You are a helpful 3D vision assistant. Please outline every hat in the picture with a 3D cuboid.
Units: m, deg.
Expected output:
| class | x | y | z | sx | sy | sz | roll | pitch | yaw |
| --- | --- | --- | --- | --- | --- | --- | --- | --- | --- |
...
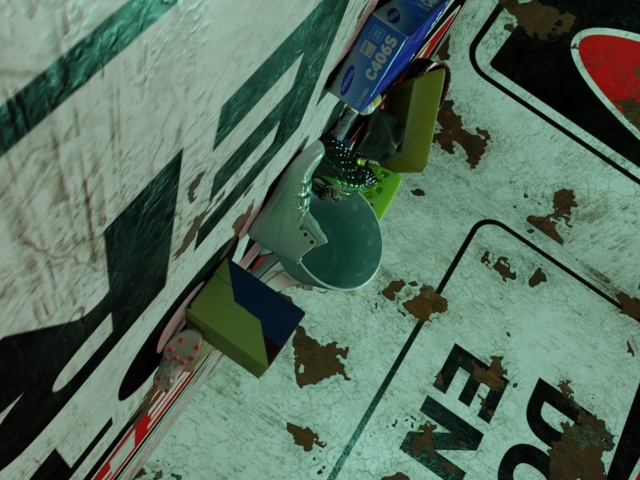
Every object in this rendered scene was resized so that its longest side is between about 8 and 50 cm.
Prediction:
| class | x | y | z | sx | sy | sz | roll | pitch | yaw |
| --- | --- | --- | --- | --- | --- | --- | --- | --- | --- |
| hat | 0.183 | -0.317 | 2.074 | 0.331 | 0.134 | 0.331 | -63 | -178 | 3 |

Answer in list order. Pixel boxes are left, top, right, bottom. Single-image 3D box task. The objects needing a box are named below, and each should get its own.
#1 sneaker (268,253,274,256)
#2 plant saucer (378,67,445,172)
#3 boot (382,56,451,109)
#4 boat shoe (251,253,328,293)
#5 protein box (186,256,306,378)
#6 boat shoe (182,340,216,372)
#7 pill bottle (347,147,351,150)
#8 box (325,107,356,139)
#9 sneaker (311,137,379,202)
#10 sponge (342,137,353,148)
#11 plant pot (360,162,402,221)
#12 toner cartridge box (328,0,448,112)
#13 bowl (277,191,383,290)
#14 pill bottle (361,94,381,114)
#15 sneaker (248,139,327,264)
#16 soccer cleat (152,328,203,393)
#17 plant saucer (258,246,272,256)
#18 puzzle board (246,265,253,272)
| class | x | y | z | sx | sy | sz | roll | pitch | yaw |
| --- | --- | --- | --- | --- | --- | --- | --- | --- | --- |
| sneaker | -0.049 | -0.054 | 2.070 | 0.296 | 0.147 | 0.104 | -24 | 176 | -7 |
| plant saucer | 0.276 | -0.394 | 2.200 | 0.333 | 0.081 | 0.333 | -163 | -96 | -73 |
| boot | 0.340 | -0.490 | 2.415 | 0.377 | 0.138 | 0.284 | -62 | -168 | 8 |
| boat shoe | -0.032 | 0.090 | 1.940 | 0.367 | 0.156 | 0.136 | -29 | 152 | -15 |
| protein box | -0.161 | 0.167 | 1.388 | 0.136 | 0.200 | 0.201 | -54 | 178 | -21 |
| boat shoe | -0.238 | 0.217 | 1.697 | 0.341 | 0.110 | 0.121 | -54 | 178 | -41 |
| pill bottle | 0.043 | -0.198 | 1.888 | 0.087 | 0.087 | 0.160 | -54 | 178 | -28 |
| box | 0.037 | -0.255 | 1.636 | 0.094 | 0.027 | 0.137 | -55 | 178 | -26 |
| sneaker | 0.033 | -0.144 | 1.594 | 0.146 | 0.134 | 0.343 | -34 | 167 | 15 |
| sponge | 0.043 | -0.235 | 2.087 | 0.117 | 0.031 | 0.210 | -55 | 179 | -18 |
| plant pot | 0.114 | -0.150 | 2.292 | 0.227 | 0.207 | 0.228 | -61 | -172 | -31 |
| toner cartridge box | 0.138 | -0.379 | 1.267 | 0.165 | 0.075 | 0.348 | -58 | 177 | 35 |
| bowl | 0.000 | 0.000 | 1.790 | 0.163 | 0.311 | 0.311 | -26 | -157 | 52 |
| pill bottle | 0.129 | -0.365 | 1.772 | 0.083 | 0.043 | 0.043 | -53 | 177 | -47 |
| sneaker | -0.025 | -0.072 | 1.372 | 0.256 | 0.151 | 0.094 | -57 | 176 | 20 |
| soccer cleat | -0.301 | 0.241 | 1.394 | 0.196 | 0.068 | 0.076 | -55 | -166 | 32 |
| plant saucer | -0.109 | -0.023 | 1.919 | 0.195 | 0.037 | 0.195 | -56 | 178 | -3 |
| puzzle board | -0.233 | 0.132 | 1.897 | 0.128 | 0.011 | 0.096 | -55 | 178 | 7 |
